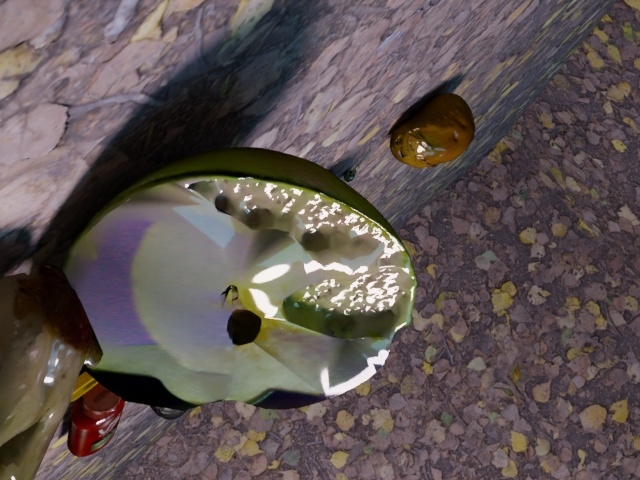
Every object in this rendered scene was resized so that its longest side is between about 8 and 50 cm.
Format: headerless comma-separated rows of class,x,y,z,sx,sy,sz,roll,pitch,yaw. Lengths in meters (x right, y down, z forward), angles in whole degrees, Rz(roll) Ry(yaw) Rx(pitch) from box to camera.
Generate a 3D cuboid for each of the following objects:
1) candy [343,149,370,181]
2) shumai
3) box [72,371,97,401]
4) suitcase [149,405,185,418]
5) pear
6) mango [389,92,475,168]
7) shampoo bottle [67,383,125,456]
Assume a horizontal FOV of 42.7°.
candy,0.079,-0.157,1.725,0.083,0.025,0.023,-51,-145,-1
shumai,-0.313,0.181,0.755,0.283,0.217,0.346,-33,168,-18
box,-0.387,0.232,1.393,0.155,0.023,0.087,-36,177,8
suitcase,-0.168,0.099,1.189,0.312,0.202,0.128,-41,172,-18
pear,-0.094,0.026,0.955,0.399,0.398,0.165,-48,-149,31
mango,0.246,-0.234,1.760,0.248,0.151,0.156,-25,130,-48
shampoo bottle,-0.437,0.342,1.601,0.118,0.076,0.314,-35,169,-31
